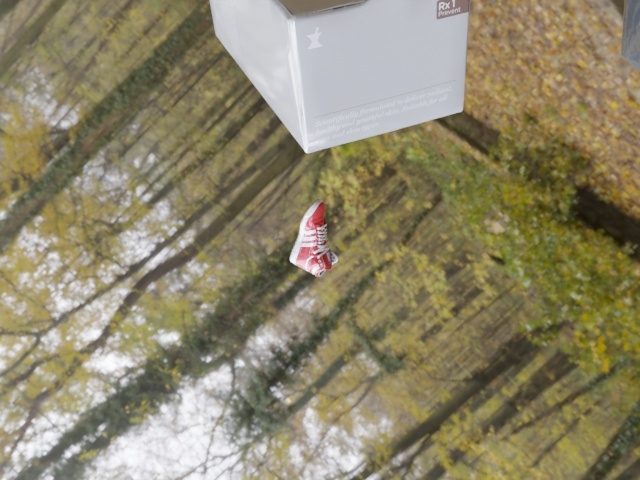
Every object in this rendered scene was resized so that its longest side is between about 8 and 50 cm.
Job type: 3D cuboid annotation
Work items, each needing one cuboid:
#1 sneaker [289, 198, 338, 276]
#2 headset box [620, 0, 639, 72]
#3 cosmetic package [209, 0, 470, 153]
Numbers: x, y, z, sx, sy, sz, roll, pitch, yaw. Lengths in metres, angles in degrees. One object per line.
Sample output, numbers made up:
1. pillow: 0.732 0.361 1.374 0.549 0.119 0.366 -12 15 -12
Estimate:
1. sneaker: 0.000 0.000 1.062 0.067 0.118 0.042 34 -145 22
2. headset box: 0.391 -0.163 0.601 0.246 0.131 0.283 53 -168 20
3. cosmetic package: 0.000 -0.172 0.535 0.238 0.127 0.107 -119 19 -46
